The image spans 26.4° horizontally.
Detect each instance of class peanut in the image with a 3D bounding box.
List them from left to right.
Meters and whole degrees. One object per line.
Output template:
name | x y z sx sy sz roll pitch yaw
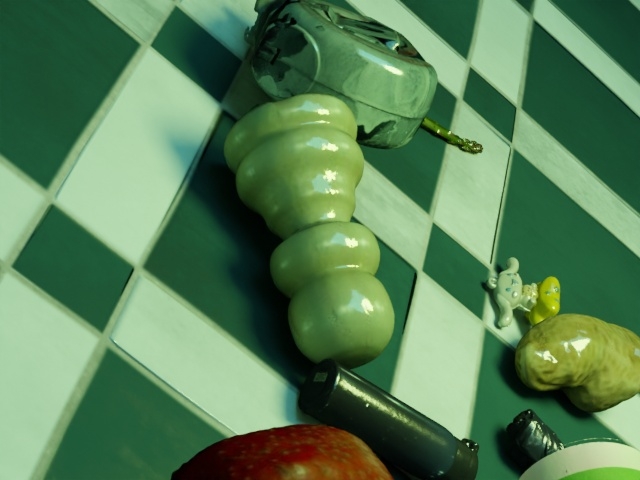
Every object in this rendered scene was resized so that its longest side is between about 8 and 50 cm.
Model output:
peanut | 0.384 0.177 1.993 0.253 0.122 0.137 19 73 -33

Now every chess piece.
chess piece | 0.000 0.000 1.696 0.182 0.182 0.330 9 55 -44

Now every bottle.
bottle | 0.086 0.231 1.642 0.244 0.072 0.082 32 80 -24

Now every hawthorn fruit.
hawthorn fruit | -0.058 0.308 1.282 0.300 0.254 0.254 -12 64 -26

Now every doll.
doll | 0.301 0.080 2.056 0.113 0.071 0.135 5 47 -23

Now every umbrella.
umbrella | 0.336 0.337 1.846 0.248 0.071 0.071 52 33 -9

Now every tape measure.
tape measure | 0.028 -0.242 1.896 0.275 0.147 0.256 23 19 -10

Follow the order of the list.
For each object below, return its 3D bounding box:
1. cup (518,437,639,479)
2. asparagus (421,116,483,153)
cup | 0.352 0.403 1.640 0.253 0.253 0.274 29 32 -28
asparagus | 0.176 -0.189 2.202 0.249 0.025 0.024 25 -2 -32
